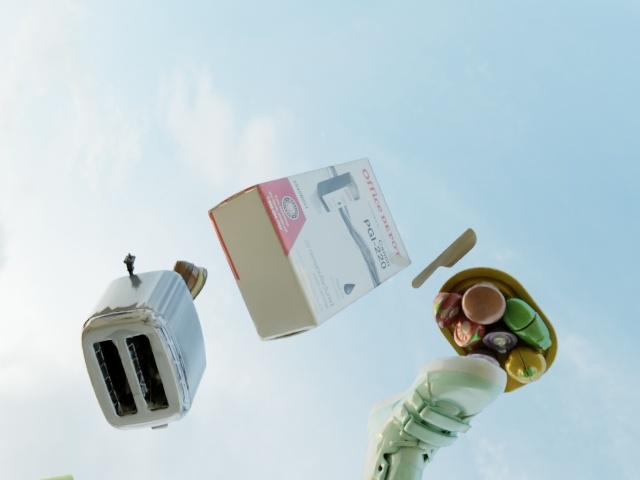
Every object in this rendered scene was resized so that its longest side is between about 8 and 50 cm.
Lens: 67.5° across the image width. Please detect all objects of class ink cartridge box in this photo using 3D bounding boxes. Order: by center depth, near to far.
[{"bbox_3d":[0.000,0.000,0.569,0.092,0.218,0.159,-22,-89,38],"label":"ink cartridge box"}]

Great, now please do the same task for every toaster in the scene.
[{"bbox_3d":[-0.237,0.142,0.653,0.129,0.146,0.227,-8,-71,-4],"label":"toaster"}]

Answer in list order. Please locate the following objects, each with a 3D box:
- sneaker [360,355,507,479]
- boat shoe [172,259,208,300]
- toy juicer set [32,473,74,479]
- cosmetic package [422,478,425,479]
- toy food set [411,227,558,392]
[{"bbox_3d":[0.131,0.245,0.572,0.094,0.256,0.151,25,-133,-8],"label":"sneaker"},{"bbox_3d":[-0.260,0.108,0.798,0.178,0.060,0.064,-54,-152,6],"label":"boat shoe"},{"bbox_3d":[-0.376,0.514,0.677,0.209,0.089,0.329,-21,-122,38],"label":"toy juicer set"},{"bbox_3d":[0.162,0.548,0.849,0.184,0.151,0.151,-52,-158,10],"label":"cosmetic package"},{"bbox_3d":[0.212,0.108,0.617,0.128,0.071,0.218,-39,-91,23],"label":"toy food set"}]
